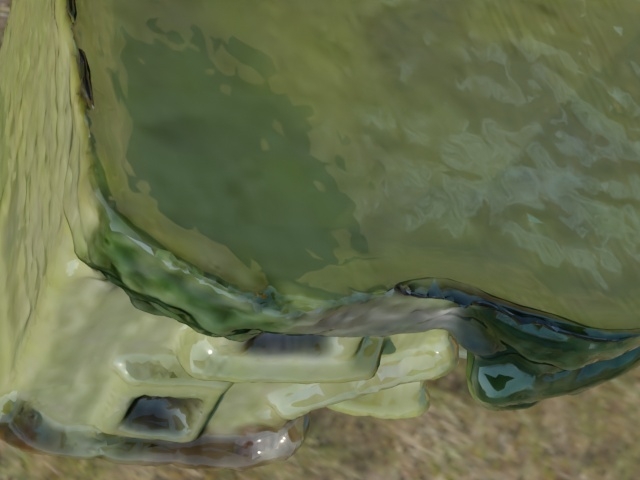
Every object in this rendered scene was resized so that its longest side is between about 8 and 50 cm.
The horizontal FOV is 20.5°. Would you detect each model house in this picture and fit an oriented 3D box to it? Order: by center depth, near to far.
[{"bbox_3d":[0.000,0.000,0.762,0.321,0.266,0.261,5,53,-22],"label":"model house"}]
